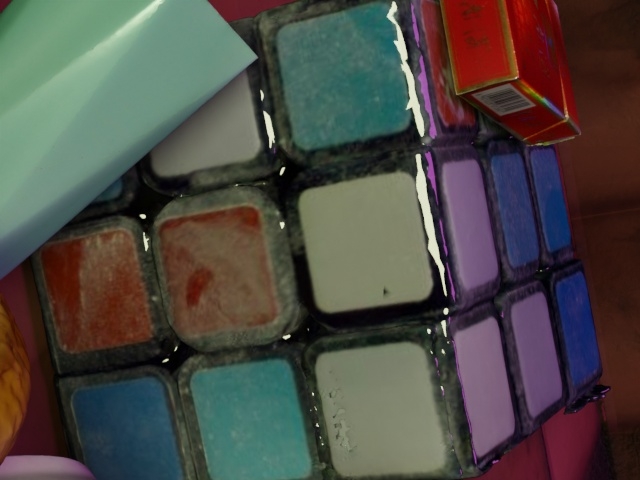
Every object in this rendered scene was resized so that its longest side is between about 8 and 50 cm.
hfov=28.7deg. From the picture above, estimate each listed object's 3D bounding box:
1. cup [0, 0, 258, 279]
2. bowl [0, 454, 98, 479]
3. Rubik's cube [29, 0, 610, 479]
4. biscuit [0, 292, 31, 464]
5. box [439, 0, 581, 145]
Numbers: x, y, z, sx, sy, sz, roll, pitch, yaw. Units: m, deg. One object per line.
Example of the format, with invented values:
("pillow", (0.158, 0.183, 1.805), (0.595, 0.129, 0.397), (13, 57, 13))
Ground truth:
("cup", (-0.167, -0.082, 0.790), (0.134, 0.235, 0.148), (44, 0, -10))
("bowl", (-0.187, 0.207, 0.660), (0.287, 0.287, 0.143), (30, 39, -62))
("Rubik's cube", (0.000, 0.000, 1.027), (0.362, 0.363, 0.358), (-19, 99, -62))
("biscuit", (-0.258, 0.012, 0.548), (0.102, 0.296, 0.296), (-53, 157, 10))
("box", (0.139, -0.140, 0.905), (0.175, 0.048, 0.112), (16, 63, -64))
